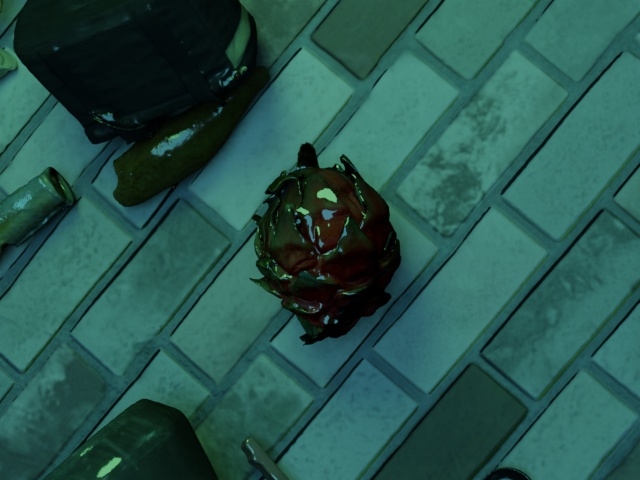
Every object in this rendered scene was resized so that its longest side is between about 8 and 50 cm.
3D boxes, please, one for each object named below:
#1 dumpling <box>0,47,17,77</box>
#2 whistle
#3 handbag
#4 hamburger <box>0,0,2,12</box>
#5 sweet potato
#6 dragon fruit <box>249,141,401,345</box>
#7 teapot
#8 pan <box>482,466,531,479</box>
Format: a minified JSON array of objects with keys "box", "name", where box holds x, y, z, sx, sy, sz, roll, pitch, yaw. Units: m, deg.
[{"box":[-0.426,-0.223,1.598,0.077,0.043,0.059,-24,62,12],"name":"dumpling"},{"box":[-0.446,0.023,1.583,0.326,0.057,0.068,-35,125,9],"name":"whistle"},{"box":[-0.207,-0.235,1.478,0.254,0.181,0.181,-20,43,18],"name":"handbag"},{"box":[-0.537,-0.368,1.559,0.314,0.170,0.290,10,96,8],"name":"hamburger"},{"box":[-0.158,-0.124,1.526,0.243,0.077,0.077,-37,82,10],"name":"sweet potato"},{"box":[0.005,0.008,1.441,0.182,0.182,0.189,-36,115,8],"name":"dragon fruit"},{"box":[-0.153,0.360,1.448,0.300,0.253,0.344,-40,89,-25],"name":"teapot"},{"box":[0.205,0.316,1.471,0.068,0.023,0.115,27,90,9],"name":"pan"}]
